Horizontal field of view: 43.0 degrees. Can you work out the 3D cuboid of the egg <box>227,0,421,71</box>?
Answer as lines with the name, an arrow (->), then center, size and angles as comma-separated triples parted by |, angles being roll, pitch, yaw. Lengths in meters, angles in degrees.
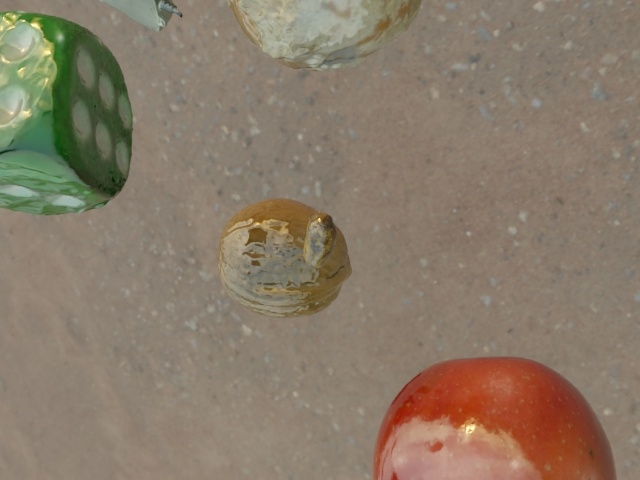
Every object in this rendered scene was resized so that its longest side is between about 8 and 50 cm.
egg -> 0.013, -0.274, 0.826 | 0.195, 0.233, 0.195 | 33, 149, 22

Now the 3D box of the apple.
apple -> 0.193, 0.250, 0.896 | 0.261, 0.216, 0.260 | 8, 148, 5

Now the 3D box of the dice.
dice -> -0.518, -0.215, 1.448 | 0.300, 0.287, 0.297 | -2, 161, 13

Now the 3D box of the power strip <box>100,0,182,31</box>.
power strip -> -0.229, -0.278, 0.815 | 0.227, 0.029, 0.080 | 30, 158, 11

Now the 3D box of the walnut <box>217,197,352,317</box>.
walnut -> -0.087, 0.045, 1.968 | 0.333, 0.333, 0.332 | 31, 138, 33

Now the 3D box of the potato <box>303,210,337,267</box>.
potato -> 0.000, 0.000, 1.025 | 0.040, 0.051, 0.083 | 11, 138, 3
